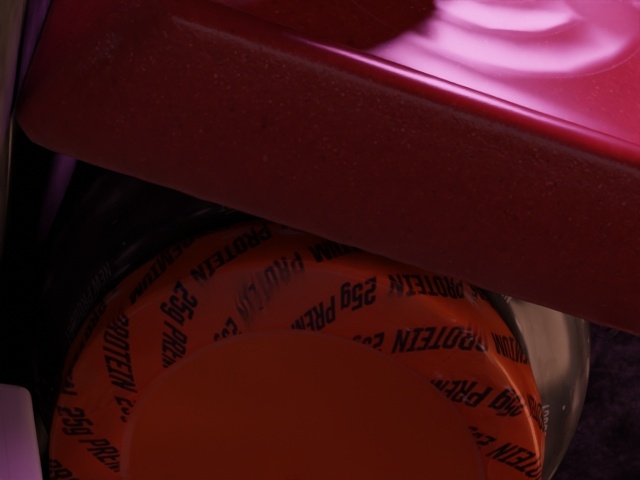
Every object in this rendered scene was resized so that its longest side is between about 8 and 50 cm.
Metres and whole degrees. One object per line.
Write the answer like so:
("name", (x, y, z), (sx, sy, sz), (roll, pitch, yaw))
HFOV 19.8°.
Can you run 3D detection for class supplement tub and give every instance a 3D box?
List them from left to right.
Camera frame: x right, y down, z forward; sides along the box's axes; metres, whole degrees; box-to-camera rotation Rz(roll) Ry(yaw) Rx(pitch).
("supplement tub", (0.000, 0.000, 0.743), (0.338, 0.207, 0.207), (-83, -177, -62))

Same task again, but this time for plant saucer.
("plant saucer", (0.048, -0.094, 0.641), (0.259, 0.258, 0.047), (-82, -167, -47))

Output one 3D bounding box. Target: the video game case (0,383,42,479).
("video game case", (-0.091, 0.160, 0.479), (0.201, 0.023, 0.183), (-120, -142, -67))
